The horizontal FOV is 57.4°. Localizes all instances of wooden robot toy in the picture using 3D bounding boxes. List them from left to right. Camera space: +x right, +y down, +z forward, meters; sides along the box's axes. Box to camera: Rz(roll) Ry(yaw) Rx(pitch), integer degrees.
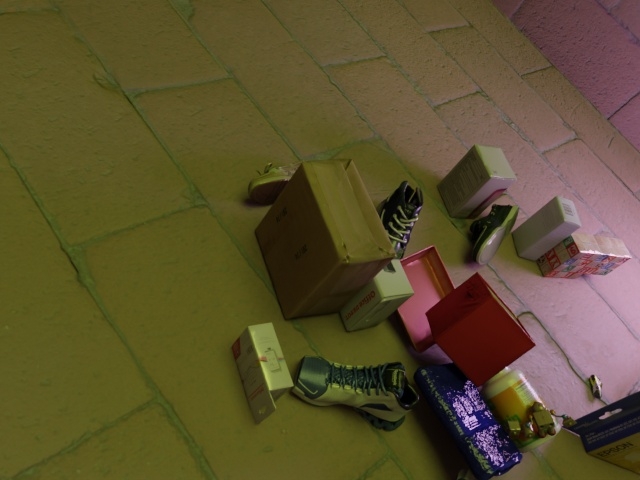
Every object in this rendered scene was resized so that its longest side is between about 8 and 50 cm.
[{"bbox_3d":[0.559,0.456,1.503,0.173,0.076,0.079,-15,38,7],"label":"wooden robot toy"}]

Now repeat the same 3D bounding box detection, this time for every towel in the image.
[{"bbox_3d":[0.380,0.447,1.488,0.228,0.076,0.308,13,38,-54],"label":"towel"}]

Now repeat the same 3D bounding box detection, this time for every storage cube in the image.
[{"bbox_3d":[0.420,0.234,1.569,0.215,0.193,0.183,46,13,-11],"label":"storage cube"}]

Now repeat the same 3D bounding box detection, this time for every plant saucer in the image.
[{"bbox_3d":[0.295,0.168,1.704,0.259,0.048,0.258,-21,84,-41],"label":"plant saucer"}]

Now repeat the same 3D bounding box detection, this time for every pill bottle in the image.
[{"bbox_3d":[0.528,0.441,1.606,0.136,0.136,0.245,-18,67,-39],"label":"pill bottle"}]

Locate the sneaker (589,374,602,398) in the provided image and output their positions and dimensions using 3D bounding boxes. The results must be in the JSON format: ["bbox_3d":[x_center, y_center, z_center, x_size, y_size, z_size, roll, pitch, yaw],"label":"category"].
[{"bbox_3d":[0.893,0.471,1.877,0.035,0.031,0.083,21,48,-16],"label":"sneaker"}]

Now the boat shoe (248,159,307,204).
[{"bbox_3d":[-0.116,-0.179,1.727,0.285,0.104,0.089,-17,62,-50],"label":"boat shoe"}]

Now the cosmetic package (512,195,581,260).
[{"bbox_3d":[0.796,-0.039,2.069,0.086,0.231,0.117,16,51,-20],"label":"cosmetic package"}]

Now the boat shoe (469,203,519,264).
[{"bbox_3d":[0.578,-0.036,2.025,0.113,0.127,0.340,23,48,27],"label":"boat shoe"}]

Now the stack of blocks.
[{"bbox_3d":[0.961,0.062,2.134,0.297,0.171,0.087,5,54,-29],"label":"stack of blocks"}]

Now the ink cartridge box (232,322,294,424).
[{"bbox_3d":[-0.129,0.303,1.332,0.067,0.115,0.198,-4,60,-34],"label":"ink cartridge box"}]

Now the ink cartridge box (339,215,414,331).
[{"bbox_3d":[0.112,0.082,1.588,0.114,0.197,0.272,-3,59,-33],"label":"ink cartridge box"}]

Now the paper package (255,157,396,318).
[{"bbox_3d":[0.000,0.000,1.494,0.168,0.325,0.309,-3,59,-33],"label":"paper package"}]

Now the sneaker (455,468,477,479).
[{"bbox_3d":[0.285,0.621,1.355,0.323,0.130,0.236,22,29,2],"label":"sneaker"}]

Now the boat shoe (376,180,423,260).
[{"bbox_3d":[0.227,-0.037,1.774,0.127,0.158,0.340,24,47,-14],"label":"boat shoe"}]

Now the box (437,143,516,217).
[{"bbox_3d":[0.541,-0.202,2.039,0.127,0.232,0.148,2,56,-29],"label":"box"}]

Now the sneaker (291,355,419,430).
[{"bbox_3d":[0.107,0.338,1.401,0.316,0.182,0.127,24,46,-13],"label":"sneaker"}]

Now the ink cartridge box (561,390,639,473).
[{"bbox_3d":[0.909,0.548,1.641,0.307,0.303,0.072,21,47,-15],"label":"ink cartridge box"}]
